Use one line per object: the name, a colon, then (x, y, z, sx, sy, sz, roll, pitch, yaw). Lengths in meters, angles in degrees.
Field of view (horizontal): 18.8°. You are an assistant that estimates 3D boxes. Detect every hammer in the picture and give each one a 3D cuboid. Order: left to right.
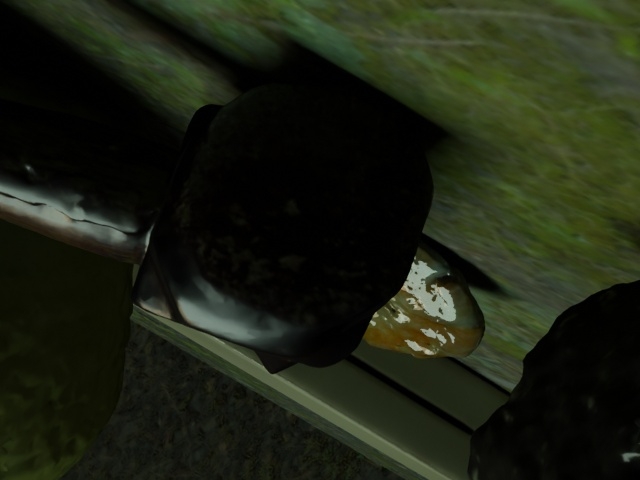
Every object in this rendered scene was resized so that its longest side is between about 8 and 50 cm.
hammer: (-0.166, -0.040, 0.734, 0.408, 0.095, 0.242, 16, 175, -7)

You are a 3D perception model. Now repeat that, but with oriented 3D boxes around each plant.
plant: (0.145, 0.090, 0.593, 0.142, 0.131, 0.203, 37, 169, -27)

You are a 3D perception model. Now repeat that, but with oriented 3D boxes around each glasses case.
glasses case: (0.019, 0.085, 1.291, 0.313, 0.070, 0.131, 32, 172, -18)

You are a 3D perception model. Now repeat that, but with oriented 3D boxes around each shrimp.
shrimp: (0.000, 0.000, 0.929, 0.190, 0.042, 0.101, 27, 152, 27)

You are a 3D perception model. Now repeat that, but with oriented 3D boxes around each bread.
bread: (-0.248, 0.013, 0.984, 0.320, 0.237, 0.320, 12, -177, -1)
